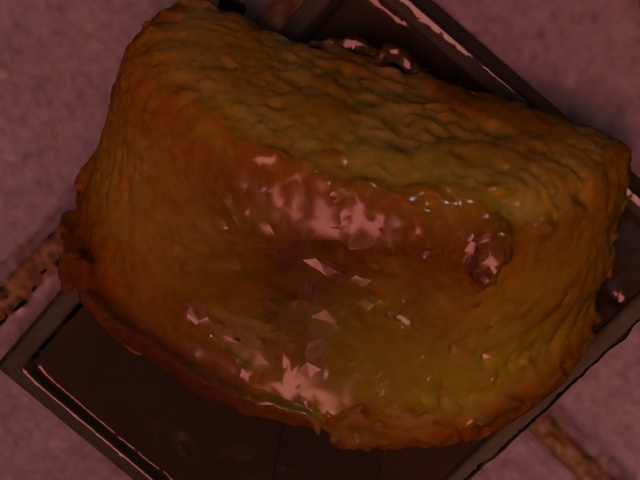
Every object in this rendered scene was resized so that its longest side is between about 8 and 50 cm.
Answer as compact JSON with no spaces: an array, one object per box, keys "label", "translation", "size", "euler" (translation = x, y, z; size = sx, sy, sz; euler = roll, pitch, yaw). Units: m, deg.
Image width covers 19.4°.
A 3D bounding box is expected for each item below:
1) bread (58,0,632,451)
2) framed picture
[{"label":"bread","translation":[0.003,0.004,0.854],"size":[0.261,0.147,0.160],"euler":[22,118,6]},{"label":"framed picture","translation":[0.008,0.036,0.958],"size":[0.232,0.024,0.315],"euler":[41,115,-5]}]
